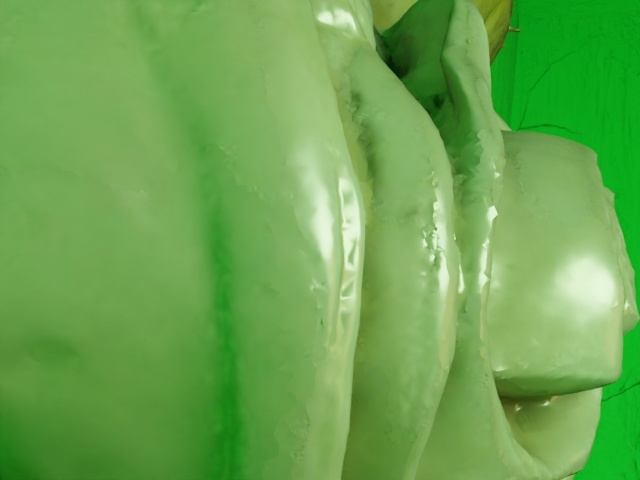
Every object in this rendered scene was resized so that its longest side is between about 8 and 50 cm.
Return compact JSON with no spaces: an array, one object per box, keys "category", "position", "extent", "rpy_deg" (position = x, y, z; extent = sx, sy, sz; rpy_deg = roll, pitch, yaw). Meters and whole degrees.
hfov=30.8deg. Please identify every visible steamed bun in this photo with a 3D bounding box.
[{"category":"steamed bun","position":[0.001,-0.004,0.480],"extent":[0.324,0.219,0.309],"rpy_deg":[59,17,-16]}]

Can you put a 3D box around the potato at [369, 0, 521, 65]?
[{"category":"potato","position":[0.018,-0.147,0.740],"extent":[0.266,0.229,0.229],"rpy_deg":[55,38,-59]}]
